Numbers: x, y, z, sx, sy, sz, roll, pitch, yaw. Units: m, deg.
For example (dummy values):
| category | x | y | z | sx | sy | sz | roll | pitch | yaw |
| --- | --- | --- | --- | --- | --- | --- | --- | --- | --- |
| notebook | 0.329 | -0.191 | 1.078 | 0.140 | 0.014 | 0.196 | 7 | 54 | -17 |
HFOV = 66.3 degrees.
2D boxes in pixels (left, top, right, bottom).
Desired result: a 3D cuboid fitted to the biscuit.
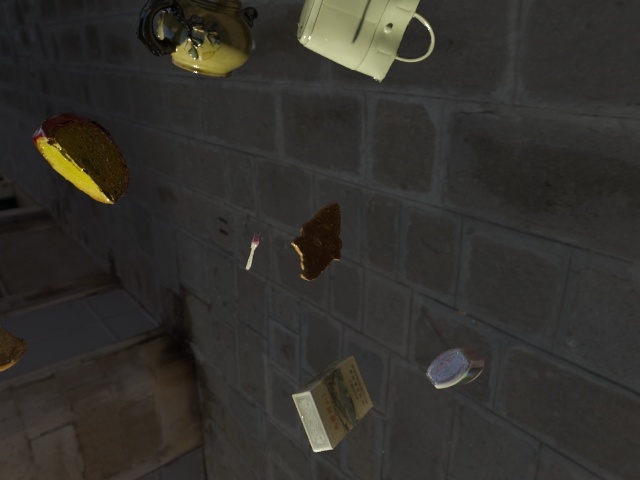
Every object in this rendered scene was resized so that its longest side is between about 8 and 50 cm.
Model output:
| category | x | y | z | sx | sy | sz | roll | pitch | yaw |
| --- | --- | --- | --- | --- | --- | --- | --- | --- | --- |
| biscuit | 0.000 | 0.000 | 1.447 | 0.035 | 0.162 | 0.250 | 1 | 65 | 59 |

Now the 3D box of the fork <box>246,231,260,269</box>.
| category | x | y | z | sx | sy | sz | roll | pitch | yaw |
| --- | --- | --- | --- | --- | --- | --- | --- | --- | --- |
| fork | -0.154 | 0.028 | 1.110 | 0.012 | 0.016 | 0.115 | -83 | 12 | -52 |

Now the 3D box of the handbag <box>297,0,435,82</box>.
| category | x | y | z | sx | sy | sz | roll | pitch | yaw |
| --- | --- | --- | --- | --- | --- | --- | --- | --- | --- |
| handbag | 0.117 | -0.502 | 1.116 | 0.109 | 0.314 | 0.241 | -105 | 33 | -51 |

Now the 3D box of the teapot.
| category | x | y | z | sx | sy | sz | roll | pitch | yaw |
| --- | --- | --- | --- | --- | --- | --- | --- | --- | --- |
| teapot | -0.215 | -0.410 | 0.904 | 0.173 | 0.269 | 0.183 | 33 | 120 | 27 |

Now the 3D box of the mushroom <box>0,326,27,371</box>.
| category | x | y | z | sx | sy | sz | roll | pitch | yaw |
| --- | --- | --- | --- | --- | --- | --- | --- | --- | --- |
| mushroom | -0.746 | 0.159 | 0.981 | 0.094 | 0.123 | 0.351 | 21 | 152 | 36 |

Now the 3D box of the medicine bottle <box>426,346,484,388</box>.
| category | x | y | z | sx | sy | sz | roll | pitch | yaw |
| --- | --- | --- | --- | --- | --- | --- | --- | --- | --- |
| medicine bottle | 0.361 | 0.328 | 1.270 | 0.115 | 0.219 | 0.078 | -44 | 59 | 15 |

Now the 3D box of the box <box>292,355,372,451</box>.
| category | x | y | z | sx | sy | sz | roll | pitch | yaw |
| --- | --- | --- | --- | --- | --- | --- | --- | --- | --- |
| box | 0.041 | 0.452 | 1.386 | 0.069 | 0.256 | 0.164 | -24 | 87 | 32 |

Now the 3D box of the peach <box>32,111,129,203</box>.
| category | x | y | z | sx | sy | sz | roll | pitch | yaw |
| --- | --- | --- | --- | --- | --- | --- | --- | --- | --- |
| peach | -0.398 | -0.146 | 0.843 | 0.172 | 0.093 | 0.127 | 38 | 150 | -11 |
